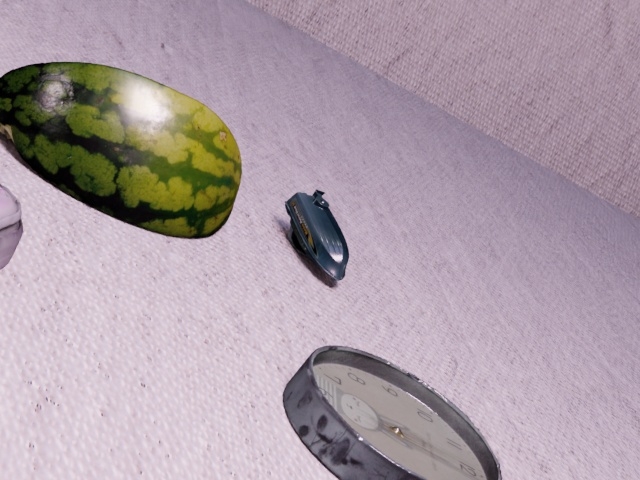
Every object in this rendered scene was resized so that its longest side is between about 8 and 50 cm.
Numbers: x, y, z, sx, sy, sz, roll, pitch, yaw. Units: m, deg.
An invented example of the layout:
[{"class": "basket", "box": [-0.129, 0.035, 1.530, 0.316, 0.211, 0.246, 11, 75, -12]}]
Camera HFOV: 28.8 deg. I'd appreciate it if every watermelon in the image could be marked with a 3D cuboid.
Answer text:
[{"class": "watermelon", "box": [-0.202, -0.075, 1.296, 0.303, 0.159, 0.128, 23, 57, -23]}]

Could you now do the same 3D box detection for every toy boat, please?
[{"class": "toy boat", "box": [0.000, 0.000, 1.468, 0.055, 0.060, 0.141, 21, 27, -34]}]

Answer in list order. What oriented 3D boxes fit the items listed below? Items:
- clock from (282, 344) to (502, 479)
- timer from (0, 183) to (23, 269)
[{"class": "clock", "box": [0.068, 0.174, 1.128, 0.215, 0.042, 0.215, 30, 17, -10]}, {"class": "timer", "box": [-0.334, -0.032, 0.954, 0.190, 0.069, 0.208, 30, 18, 2]}]
